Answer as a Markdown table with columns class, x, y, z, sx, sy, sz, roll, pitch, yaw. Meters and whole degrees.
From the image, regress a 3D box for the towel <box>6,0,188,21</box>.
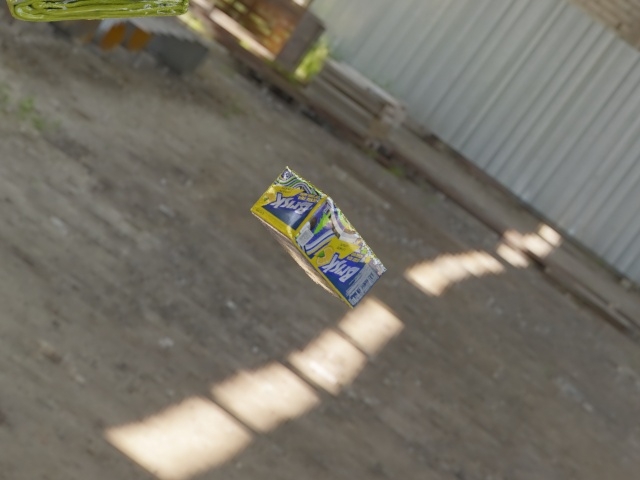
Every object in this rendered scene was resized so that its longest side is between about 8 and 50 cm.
| class | x | y | z | sx | sy | sz | roll | pitch | yaw |
| --- | --- | --- | --- | --- | --- | --- | --- | --- | --- |
| towel | -0.161 | -0.207 | 0.838 | 0.102 | 0.021 | 0.237 | -6 | 47 | -27 |

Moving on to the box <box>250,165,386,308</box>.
| class | x | y | z | sx | sy | sz | roll | pitch | yaw |
| --- | --- | --- | --- | --- | --- | --- | --- | --- | --- |
| box | 0.000 | 0.000 | 1.333 | 0.059 | 0.054 | 0.169 | 35 | -8 | 31 |
